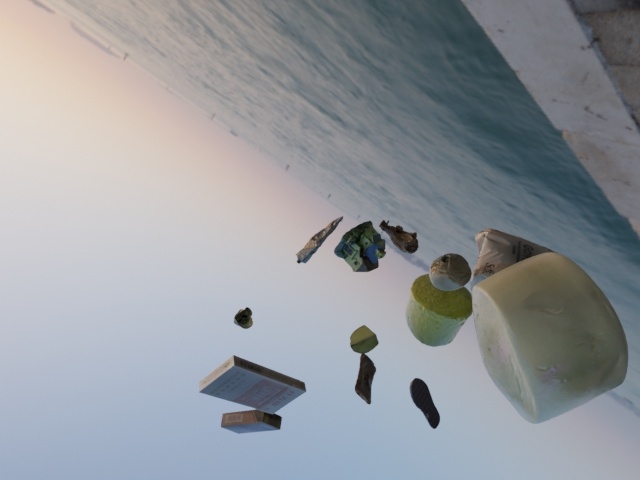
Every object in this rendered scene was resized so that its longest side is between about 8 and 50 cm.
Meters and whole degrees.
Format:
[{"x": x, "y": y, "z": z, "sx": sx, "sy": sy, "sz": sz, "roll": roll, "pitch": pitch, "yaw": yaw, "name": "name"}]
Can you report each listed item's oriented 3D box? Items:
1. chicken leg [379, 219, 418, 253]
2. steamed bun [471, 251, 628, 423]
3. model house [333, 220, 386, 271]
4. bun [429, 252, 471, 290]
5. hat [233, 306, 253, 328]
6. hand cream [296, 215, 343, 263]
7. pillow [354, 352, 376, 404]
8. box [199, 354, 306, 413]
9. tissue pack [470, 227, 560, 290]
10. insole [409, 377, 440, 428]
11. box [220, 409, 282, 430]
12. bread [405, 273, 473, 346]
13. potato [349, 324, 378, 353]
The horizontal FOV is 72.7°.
[{"x": 0.343, "y": -0.019, "z": 1.881, "sx": 0.207, "sy": 0.085, "sz": 0.101, "roll": 39, "pitch": 155, "yaw": -10, "name": "chicken leg"}, {"x": 0.674, "y": 0.290, "z": 1.297, "sx": 0.290, "sy": 0.371, "sz": 0.456, "roll": 162, "pitch": 84, "yaw": -82, "name": "steamed bun"}, {"x": 0.211, "y": 0.045, "z": 2.102, "sx": 0.195, "sy": 0.214, "sz": 0.189, "roll": -14, "pitch": -124, "yaw": -50, "name": "model house"}, {"x": 0.534, "y": 0.118, "z": 1.801, "sx": 0.166, "sy": 0.173, "sz": 0.113, "roll": -5, "pitch": 126, "yaw": 30, "name": "bun"}, {"x": -0.433, "y": 0.455, "z": 2.477, "sx": 0.122, "sy": 0.081, "sz": 0.166, "roll": -5, "pitch": -157, "yaw": -27, "name": "hat"}, {"x": 0.000, "y": 0.000, "z": 1.678, "sx": 0.052, "sy": 0.248, "sz": 0.075, "roll": 49, "pitch": 174, "yaw": -23, "name": "hand cream"}, {"x": 0.206, "y": 0.629, "z": 1.994, "sx": 0.135, "sy": 0.034, "sz": 0.211, "roll": 48, "pitch": -143, "yaw": -24, "name": "pillow"}, {"x": -0.251, "y": 0.557, "z": 1.654, "sx": 0.365, "sy": 0.204, "sz": 0.051, "roll": 34, "pitch": -154, "yaw": -36, "name": "box"}, {"x": 0.848, "y": 0.131, "z": 1.888, "sx": 0.390, "sy": 0.195, "sz": 0.376, "roll": 19, "pitch": -134, "yaw": 13, "name": "tissue pack"}, {"x": 0.452, "y": 0.700, "z": 1.868, "sx": 0.012, "sy": 0.110, "sz": 0.310, "roll": 0, "pitch": 126, "yaw": 46, "name": "insole"}, {"x": -0.322, "y": 0.847, "z": 2.031, "sx": 0.159, "sy": 0.240, "sz": 0.071, "roll": 53, "pitch": -149, "yaw": -45, "name": "box"}, {"x": 0.626, "y": 0.373, "z": 2.347, "sx": 0.348, "sy": 0.308, "sz": 0.348, "roll": 6, "pitch": -142, "yaw": -5, "name": "bread"}, {"x": 0.202, "y": 0.508, "z": 2.200, "sx": 0.120, "sy": 0.149, "sz": 0.081, "roll": -146, "pitch": 38, "yaw": -65, "name": "potato"}]
